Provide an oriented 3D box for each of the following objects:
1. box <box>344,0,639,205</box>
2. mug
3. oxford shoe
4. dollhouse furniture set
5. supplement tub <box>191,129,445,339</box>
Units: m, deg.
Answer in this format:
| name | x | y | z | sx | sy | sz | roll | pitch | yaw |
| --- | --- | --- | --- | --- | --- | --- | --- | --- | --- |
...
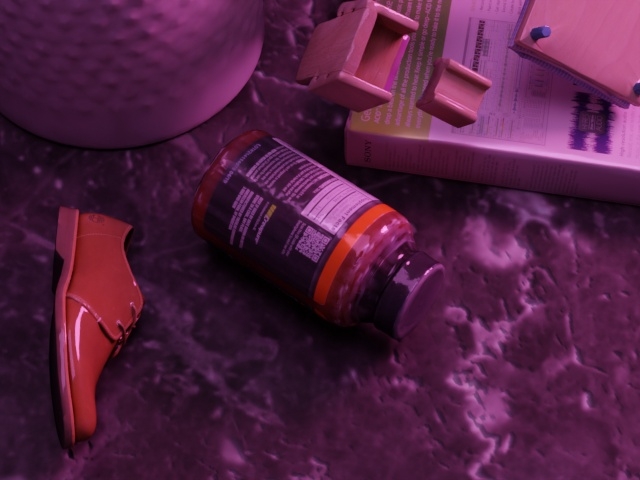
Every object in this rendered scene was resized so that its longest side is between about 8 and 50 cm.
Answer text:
| name | x | y | z | sx | sy | sz | roll | pitch | yaw |
| --- | --- | --- | --- | --- | --- | --- | --- | --- | --- |
| box | 0.196 | -0.149 | 1.332 | 0.322 | 0.058 | 0.232 | 9 | 56 | 5 |
| mug | -0.231 | -0.301 | 1.268 | 0.374 | 0.328 | 0.276 | 23 | 59 | 15 |
| oxford shoe | -0.176 | 0.065 | 1.178 | 0.076 | 0.076 | 0.212 | 6 | 56 | -12 |
| dollhouse furniture set | 0.159 | -0.199 | 1.291 | 0.303 | 0.198 | 0.286 | 23 | 84 | -18 |
| supplement tub | 0.000 | 0.000 | 1.200 | 0.198 | 0.106 | 0.106 | 33 | 62 | 19 |
